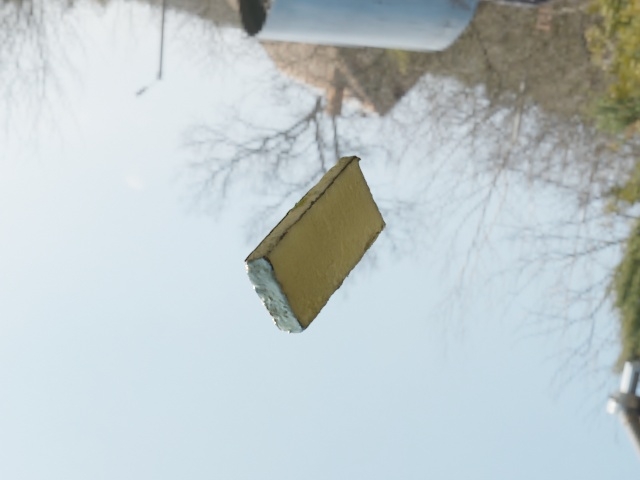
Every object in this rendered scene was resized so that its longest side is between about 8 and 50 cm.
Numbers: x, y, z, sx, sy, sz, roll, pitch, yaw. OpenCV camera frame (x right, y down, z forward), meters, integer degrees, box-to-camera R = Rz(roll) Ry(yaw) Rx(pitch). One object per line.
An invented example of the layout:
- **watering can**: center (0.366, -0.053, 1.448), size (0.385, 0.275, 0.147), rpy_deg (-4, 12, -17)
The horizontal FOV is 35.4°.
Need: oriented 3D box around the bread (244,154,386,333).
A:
- **bread**: center (0.000, 0.000, 0.738), size (0.028, 0.068, 0.154), rpy_deg (-10, -153, 37)
